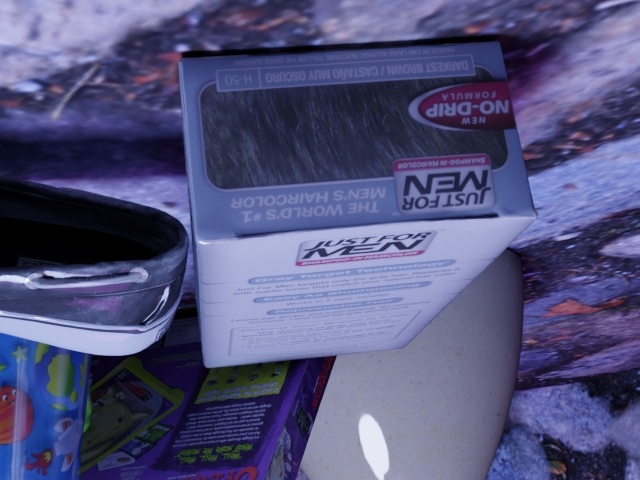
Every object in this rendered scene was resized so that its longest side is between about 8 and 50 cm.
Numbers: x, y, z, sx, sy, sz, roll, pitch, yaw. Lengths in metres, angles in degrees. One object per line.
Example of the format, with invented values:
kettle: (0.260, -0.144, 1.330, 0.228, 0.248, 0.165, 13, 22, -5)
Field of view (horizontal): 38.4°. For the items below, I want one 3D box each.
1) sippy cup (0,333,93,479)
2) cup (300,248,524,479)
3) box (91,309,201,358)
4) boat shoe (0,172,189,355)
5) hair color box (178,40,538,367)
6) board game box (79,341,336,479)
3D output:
sippy cup: (-0.282, 0.111, 0.724, 0.305, 0.224, 0.240, 8, 158, -42)
cup: (0.078, 0.162, 1.015, 0.331, 0.237, 0.331, -7, 163, -2)
box: (-0.230, 0.214, 1.103, 0.307, 0.076, 0.242, -10, 124, 8)
boat shoe: (-0.232, -0.003, 0.548, 0.306, 0.113, 0.105, 14, 140, -8)
hair color box: (0.000, 0.000, 0.666, 0.185, 0.113, 0.374, -5, 164, -8)
board game box: (-0.169, 0.183, 0.868, 0.347, 0.056, 0.208, -10, -152, 25)
